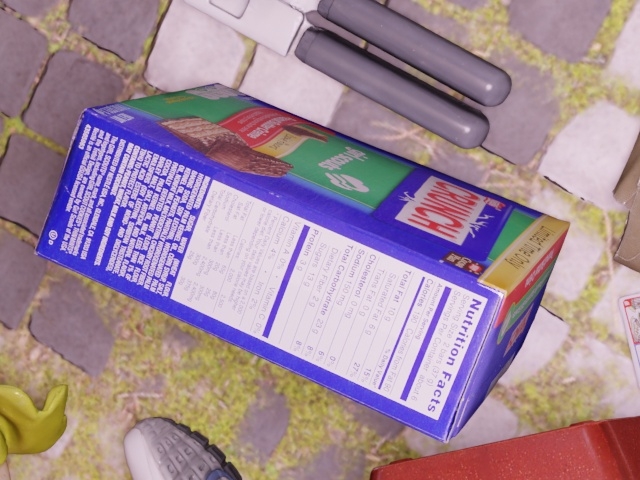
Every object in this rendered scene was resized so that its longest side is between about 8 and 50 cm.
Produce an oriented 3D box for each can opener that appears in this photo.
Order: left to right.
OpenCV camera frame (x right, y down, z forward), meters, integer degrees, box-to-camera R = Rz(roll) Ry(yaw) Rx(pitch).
[{"bbox_3d":[0.008,-0.161,1.239,0.283,0.095,0.076,30,104,11],"label":"can opener"}]

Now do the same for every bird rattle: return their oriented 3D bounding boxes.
[{"bbox_3d":[-0.309,0.226,1.327,0.143,0.207,0.253,9,89,33],"label":"bird rattle"}]

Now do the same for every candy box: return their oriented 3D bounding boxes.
[{"bbox_3d":[0.000,0.000,1.169,0.317,0.268,0.122,24,106,11],"label":"candy box"}]

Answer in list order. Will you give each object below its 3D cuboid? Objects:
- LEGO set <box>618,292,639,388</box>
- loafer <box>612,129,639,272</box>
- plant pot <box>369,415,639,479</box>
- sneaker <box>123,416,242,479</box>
[{"bbox_3d":[0.346,0.140,1.214,0.182,0.060,0.244,-15,91,29],"label":"LEGO set"},{"bbox_3d":[0.245,-0.043,1.204,0.050,0.056,0.148,2,96,10],"label":"loafer"},{"bbox_3d":[0.169,0.257,1.154,0.267,0.267,0.236,-17,79,25],"label":"plant pot"},{"bbox_3d":[-0.103,0.290,1.317,0.129,0.111,0.297,-23,88,23],"label":"sneaker"}]
